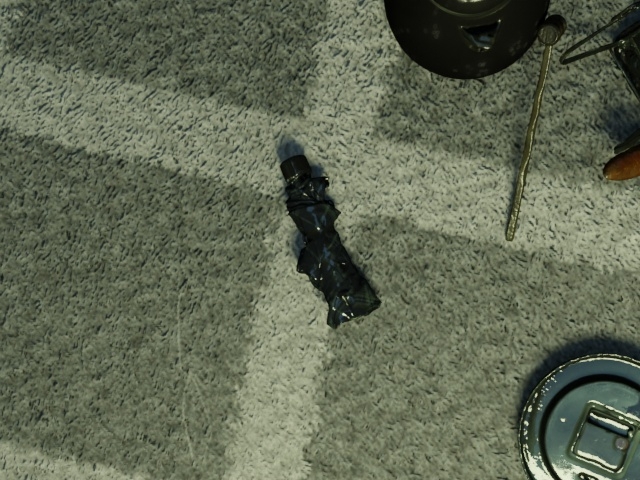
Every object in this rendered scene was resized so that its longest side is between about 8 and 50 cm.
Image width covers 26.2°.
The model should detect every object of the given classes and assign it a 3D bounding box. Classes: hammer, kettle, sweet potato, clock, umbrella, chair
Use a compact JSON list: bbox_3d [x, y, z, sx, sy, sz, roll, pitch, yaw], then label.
[{"bbox_3d":[0.256,-0.130,1.678,0.029,0.058,0.292,16,116,16],"label":"hammer"},{"bbox_3d":[0.162,-0.337,1.605,0.207,0.290,0.268,-12,88,7],"label":"kettle"},{"bbox_3d":[0.448,-0.128,1.685,0.255,0.078,0.058,-27,82,-7],"label":"sweet potato"},{"bbox_3d":[0.353,0.246,1.718,0.214,0.042,0.215,0,91,5],"label":"clock"},{"bbox_3d":[-0.003,0.001,1.741,0.071,0.080,0.224,-25,84,40],"label":"umbrella"},{"bbox_3d":[0.429,-0.223,1.674,0.221,0.145,0.140,-27,85,-38],"label":"chair"}]
